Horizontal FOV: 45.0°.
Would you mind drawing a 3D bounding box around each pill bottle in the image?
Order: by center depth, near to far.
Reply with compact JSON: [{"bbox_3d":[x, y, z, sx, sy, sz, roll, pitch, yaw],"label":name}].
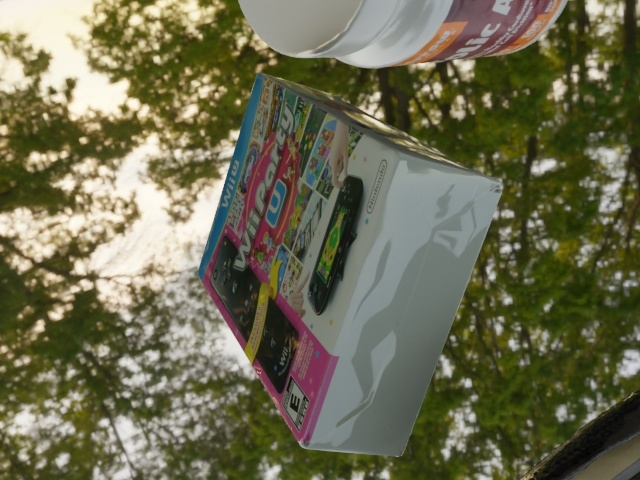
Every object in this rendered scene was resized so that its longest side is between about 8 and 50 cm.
[{"bbox_3d":[0.106,-0.312,0.871,0.224,0.224,0.392,7,-162,42],"label":"pill bottle"}]

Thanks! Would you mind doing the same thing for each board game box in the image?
[{"bbox_3d":[0.000,0.000,0.659,0.097,0.224,0.303,11,-164,-26],"label":"board game box"}]

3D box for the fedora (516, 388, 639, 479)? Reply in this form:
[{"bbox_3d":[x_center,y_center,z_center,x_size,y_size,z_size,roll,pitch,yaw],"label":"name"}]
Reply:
[{"bbox_3d":[0.231,0.242,0.565,0.334,0.334,0.152,-22,-127,-20],"label":"fedora"}]
